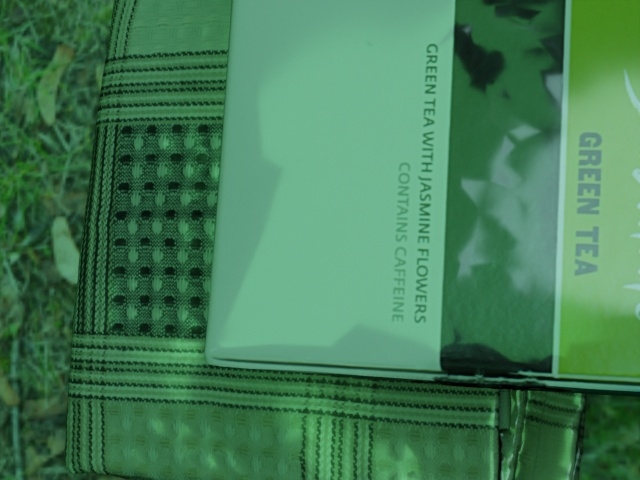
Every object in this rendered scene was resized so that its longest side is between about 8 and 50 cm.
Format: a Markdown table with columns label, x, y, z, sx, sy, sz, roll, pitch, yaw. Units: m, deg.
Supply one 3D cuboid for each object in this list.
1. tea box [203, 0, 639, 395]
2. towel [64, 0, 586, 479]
| label | x | y | z | sx | sy | sz | roll | pitch | yaw |
| --- | --- | --- | --- | --- | --- | --- | --- | --- | --- |
| tea box | 0.143 | -0.101 | 0.459 | 0.323 | 0.220 | 0.329 | 3 | 83 | 10 |
| towel | 0.000 | 0.000 | 0.636 | 0.324 | 0.056 | 0.312 | 4 | 84 | 24 |
